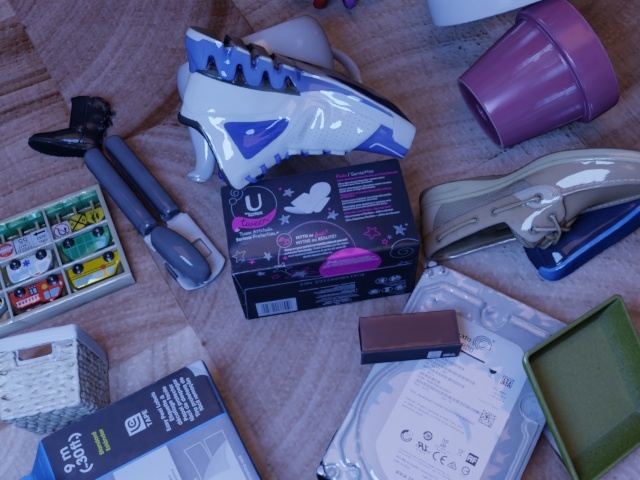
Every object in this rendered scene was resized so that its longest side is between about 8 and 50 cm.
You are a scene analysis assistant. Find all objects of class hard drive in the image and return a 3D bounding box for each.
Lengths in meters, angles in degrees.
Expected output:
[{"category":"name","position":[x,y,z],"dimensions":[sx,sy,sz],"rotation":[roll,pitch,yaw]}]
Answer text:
[{"category":"hard drive","position":[0.175,0.218,1.106],"dimensions":[0.237,0.064,0.339],"rotation":[27,67,13]}]

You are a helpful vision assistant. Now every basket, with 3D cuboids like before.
[{"category":"basket","position":[-0.343,0.185,1.081],"dimensions":[0.113,0.167,0.103],"rotation":[-12,71,-4]}]

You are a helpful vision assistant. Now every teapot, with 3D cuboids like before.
[{"category":"teapot","position":[-0.077,-0.214,1.251],"dimensions":[0.256,0.252,0.187],"rotation":[-20,102,13]}]

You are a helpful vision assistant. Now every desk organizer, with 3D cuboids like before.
[{"category":"desk organizer","position":[0.115,0.126,1.089],"dimensions":[0.130,0.047,0.050],"rotation":[-5,62,-1]}]

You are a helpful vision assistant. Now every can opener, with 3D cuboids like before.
[{"category":"can opener","position":[-0.245,-0.049,1.221],"dimensions":[0.076,0.095,0.283],"rotation":[-37,76,-18]}]

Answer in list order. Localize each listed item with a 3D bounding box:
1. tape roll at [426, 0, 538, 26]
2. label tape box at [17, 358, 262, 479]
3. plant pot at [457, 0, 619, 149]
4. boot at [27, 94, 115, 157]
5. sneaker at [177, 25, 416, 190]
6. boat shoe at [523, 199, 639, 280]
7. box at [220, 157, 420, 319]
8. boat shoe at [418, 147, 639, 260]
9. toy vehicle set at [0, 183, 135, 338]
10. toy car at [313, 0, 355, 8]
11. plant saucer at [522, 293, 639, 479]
[{"category":"tape roll","position":[0.295,-0.426,1.292],"dimensions":[0.286,0.286,0.100],"rotation":[-24,109,-10]},{"category":"label tape box","position":[-0.241,0.337,1.036],"dimensions":[0.334,0.106,0.240],"rotation":[-26,66,-11]},{"category":"plant pot","position":[0.316,-0.238,1.257],"dimensions":[0.180,0.201,0.201],"rotation":[-33,67,4]},{"category":"boot","position":[-0.392,-0.183,1.319],"dimensions":[0.121,0.045,0.099],"rotation":[6,67,-4]},{"category":"sneaker","position":[-0.051,-0.147,1.106],"dimensions":[0.315,0.182,0.127],"rotation":[18,20,-14]},{"category":"boat shoe","position":[0.407,-0.046,1.202],"dimensions":[0.258,0.109,0.089],"rotation":[-30,64,-14]},{"category":"box","position":[0.000,0.000,1.157],"dimensions":[0.247,0.163,0.142],"rotation":[-9,62,-2]},{"category":"boat shoe","position":[0.297,-0.039,1.145],"dimensions":[0.341,0.121,0.110],"rotation":[-13,65,34]},{"category":"toy vehicle set","position":[-0.423,0.038,1.220],"dimensions":[0.267,0.035,0.166],"rotation":[-23,66,-9]},{"category":"toy car","position":[0.028,-0.457,1.398],"dimensions":[0.182,0.159,0.136],"rotation":[-5,99,-1]},{"category":"plant saucer","position":[0.347,0.191,1.076],"dimensions":[0.188,0.045,0.188],"rotation":[-25,94,-28]}]
